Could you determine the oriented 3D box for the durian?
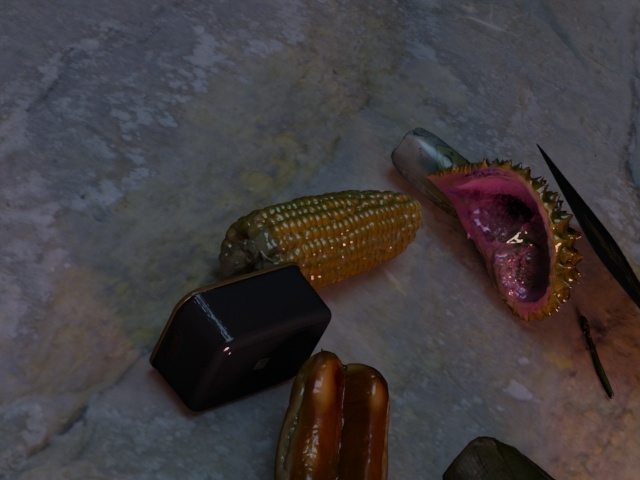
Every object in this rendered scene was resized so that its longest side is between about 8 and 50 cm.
[{"bbox_3d":[0.297,-0.019,2.328,0.153,0.186,0.261,-22,86,-20],"label":"durian"}]

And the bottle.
[{"bbox_3d":[0.226,-0.064,2.454,0.269,0.083,0.083,39,38,12],"label":"bottle"}]

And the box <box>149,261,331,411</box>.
[{"bbox_3d":[-0.092,0.119,1.994,0.201,0.144,0.090,-14,55,-42],"label":"box"}]

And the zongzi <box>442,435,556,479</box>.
[{"bbox_3d":[0.198,0.338,1.844,0.300,0.145,0.274,9,32,-53],"label":"zongzi"}]

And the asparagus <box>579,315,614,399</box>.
[{"bbox_3d":[0.390,0.164,2.322,0.016,0.013,0.166,-22,41,8],"label":"asparagus"}]

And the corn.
[{"bbox_3d":[0.000,0.000,2.213,0.347,0.130,0.130,-14,51,-44],"label":"corn"}]

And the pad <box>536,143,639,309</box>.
[{"bbox_3d":[0.455,0.016,2.383,0.315,0.063,0.375,48,14,-28],"label":"pad"}]

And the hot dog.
[{"bbox_3d":[0.010,0.268,1.892,0.135,0.100,0.337,15,50,-12],"label":"hot dog"}]
